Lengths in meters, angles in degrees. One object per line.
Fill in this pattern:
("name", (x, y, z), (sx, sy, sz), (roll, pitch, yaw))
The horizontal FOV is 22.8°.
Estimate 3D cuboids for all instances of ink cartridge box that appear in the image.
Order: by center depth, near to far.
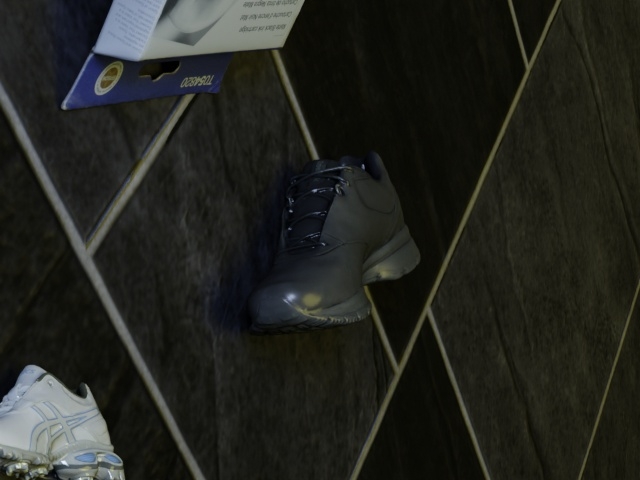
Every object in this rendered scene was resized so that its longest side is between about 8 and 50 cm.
("ink cartridge box", (-0.072, -0.188, 1.162), (0.223, 0.045, 0.224), (-20, 141, -62))

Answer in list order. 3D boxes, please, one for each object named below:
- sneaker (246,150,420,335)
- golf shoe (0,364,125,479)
("sneaker", (0.000, 0.000, 1.390), (0.286, 0.109, 0.130), (-44, 123, -66))
("golf shoe", (-0.200, 0.123, 1.042), (0.176, 0.069, 0.086), (26, 48, -64))
